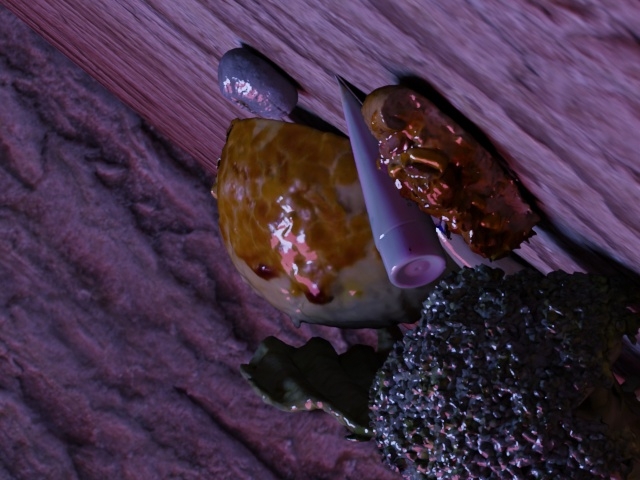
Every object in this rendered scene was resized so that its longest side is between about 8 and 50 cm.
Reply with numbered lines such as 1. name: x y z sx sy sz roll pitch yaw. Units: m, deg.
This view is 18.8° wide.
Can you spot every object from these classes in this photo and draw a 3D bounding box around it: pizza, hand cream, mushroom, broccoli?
1. pizza: 0.087 -0.045 1.378 0.127 0.058 0.246 36 178 22
2. hand cream: 0.051 -0.045 1.487 0.076 0.047 0.174 45 -158 -55
3. mushroom: 0.160 0.034 1.705 0.202 0.054 0.059 43 177 0
4. broccoli: 0.227 0.155 1.461 0.361 0.221 0.252 14 168 -17

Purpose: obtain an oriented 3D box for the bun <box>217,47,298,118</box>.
1. bun: -0.059 -0.137 1.717 0.083 0.045 0.083 34 179 1

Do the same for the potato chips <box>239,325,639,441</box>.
1. potato chips: 0.148 0.144 1.813 0.373 0.097 0.389 6 -178 -44

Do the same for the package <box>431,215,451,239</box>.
1. package: 0.088 -0.043 1.592 0.110 0.033 0.077 71 173 -58

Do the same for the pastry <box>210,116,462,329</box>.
1. pastry: 0.001 0.000 1.875 0.256 0.170 0.237 27 172 44
